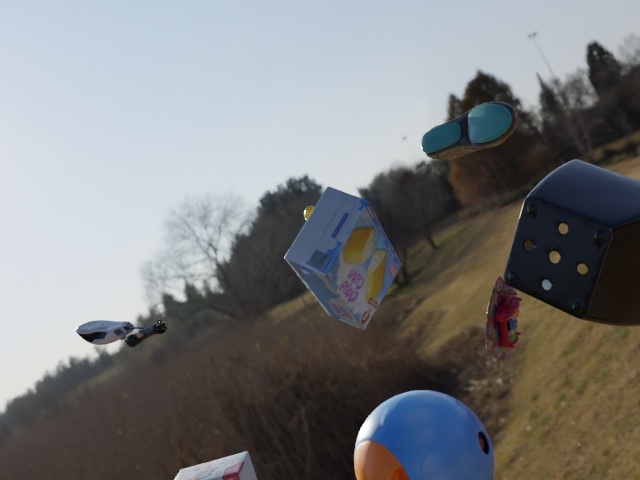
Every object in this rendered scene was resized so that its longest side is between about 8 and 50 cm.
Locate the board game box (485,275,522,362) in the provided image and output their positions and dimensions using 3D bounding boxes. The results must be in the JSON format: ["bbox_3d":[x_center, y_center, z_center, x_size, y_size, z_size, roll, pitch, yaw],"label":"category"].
[{"bbox_3d":[0.324,0.138,1.349,0.033,0.133,0.169,5,-14,30],"label":"board game box"}]

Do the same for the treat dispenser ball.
[{"bbox_3d":[0.214,0.455,1.634,0.288,0.288,0.288,-27,-3,-1],"label":"treat dispenser ball"}]

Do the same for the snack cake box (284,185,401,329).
[{"bbox_3d":[0.047,0.039,1.419,0.152,0.089,0.264,-60,-28,-15],"label":"snack cake box"}]

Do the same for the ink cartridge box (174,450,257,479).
[{"bbox_3d":[-0.238,0.583,1.806,0.176,0.127,0.128,-18,6,7],"label":"ink cartridge box"}]

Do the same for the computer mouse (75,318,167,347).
[{"bbox_3d":[-0.427,0.197,1.663,0.193,0.042,0.106,-1,16,26],"label":"computer mouse"}]

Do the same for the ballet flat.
[{"bbox_3d":[0.251,-0.174,1.271,0.067,0.073,0.206,6,-7,-35],"label":"ballet flat"}]

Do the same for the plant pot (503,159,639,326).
[{"bbox_3d":[0.355,0.010,1.061,0.167,0.188,0.187,-10,29,-45],"label":"plant pot"}]

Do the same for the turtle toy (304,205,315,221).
[{"bbox_3d":[0.000,0.000,1.526,0.066,0.130,0.095,1,-37,-9],"label":"turtle toy"}]
